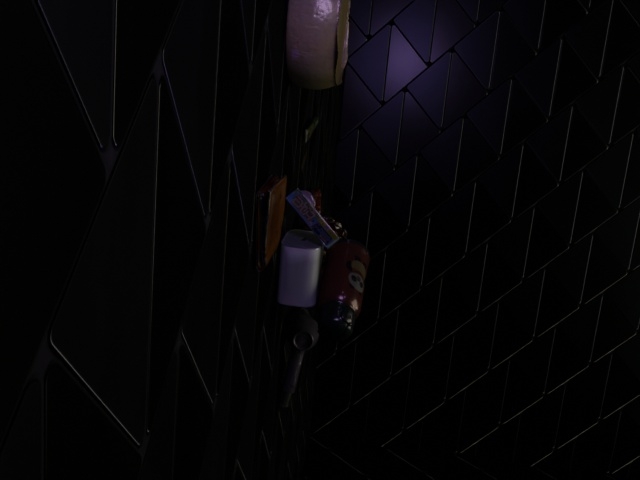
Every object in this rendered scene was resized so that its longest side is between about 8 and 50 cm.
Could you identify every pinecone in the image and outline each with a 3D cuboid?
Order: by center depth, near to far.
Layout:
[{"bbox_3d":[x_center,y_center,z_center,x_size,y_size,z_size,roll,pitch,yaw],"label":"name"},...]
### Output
[{"bbox_3d":[0.000,0.000,2.190,0.208,0.207,0.208,6,90,-86],"label":"pinecone"}]

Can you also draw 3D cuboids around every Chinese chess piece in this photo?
[{"bbox_3d":[-0.001,-0.569,1.666,0.338,0.140,0.338,6,90,-84],"label":"Chinese chess piece"}]

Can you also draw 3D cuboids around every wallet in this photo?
[{"bbox_3d":[-0.122,-0.047,1.481,0.161,0.042,0.196,-63,161,-66],"label":"wallet"}]

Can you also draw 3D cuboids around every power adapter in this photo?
[{"bbox_3d":[-0.062,0.111,1.933,0.187,0.124,0.255,-67,163,-72],"label":"power adapter"}]

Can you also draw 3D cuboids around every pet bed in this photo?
[{"bbox_3d":[-0.029,-0.109,2.508,0.201,0.053,0.201,4,90,-81],"label":"pet bed"}]

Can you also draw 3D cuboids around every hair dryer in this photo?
[{"bbox_3d":[-0.097,0.423,2.268,0.301,0.121,0.361,-110,-146,-80],"label":"hair dryer"}]

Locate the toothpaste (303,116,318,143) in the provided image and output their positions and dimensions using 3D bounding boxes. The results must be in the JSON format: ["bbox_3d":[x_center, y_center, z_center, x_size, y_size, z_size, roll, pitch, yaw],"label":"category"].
[{"bbox_3d":[-0.035,-0.387,2.175,0.204,0.031,0.049,-70,166,-61],"label":"toothpaste"}]

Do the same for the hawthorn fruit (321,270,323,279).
[{"bbox_3d":[0.022,0.116,2.531,0.185,0.202,0.185,-1,90,-89],"label":"hawthorn fruit"}]

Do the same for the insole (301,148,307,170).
[{"bbox_3d":[-0.056,-0.283,2.224,0.135,0.002,0.045,-77,173,-58],"label":"insole"}]

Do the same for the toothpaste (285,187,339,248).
[{"bbox_3d":[-0.015,-0.070,1.857,0.070,0.193,0.044,-39,171,-2],"label":"toothpaste"}]

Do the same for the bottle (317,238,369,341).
[{"bbox_3d":[0.065,0.157,1.934,0.144,0.143,0.336,92,8,-46],"label":"bottle"}]
